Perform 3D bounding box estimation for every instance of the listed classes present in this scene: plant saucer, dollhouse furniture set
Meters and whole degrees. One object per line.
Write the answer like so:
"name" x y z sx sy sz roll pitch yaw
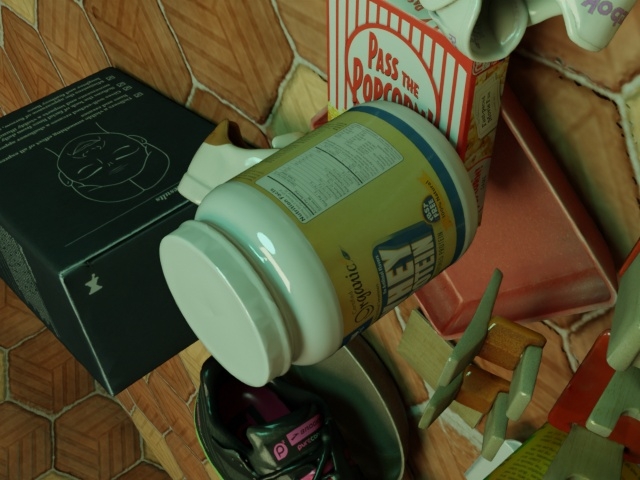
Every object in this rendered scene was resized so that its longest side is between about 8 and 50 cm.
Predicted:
"plant saucer" 0.120 -0.045 0.763 0.258 0.048 0.259 58 153 -2
"plant saucer" 0.019 0.198 1.198 0.310 0.050 0.310 41 150 30
"dollhouse furniture set" 0.232 0.090 0.612 0.262 0.135 0.259 24 145 12

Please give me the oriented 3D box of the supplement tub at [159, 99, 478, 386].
"supplement tub" 0.000 0.000 0.634 0.144 0.200 0.144 40 149 29

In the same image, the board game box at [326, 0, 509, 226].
"board game box" 0.069 -0.107 0.678 0.147 0.045 0.193 39 148 32

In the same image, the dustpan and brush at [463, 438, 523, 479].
"dustpan and brush" 0.254 0.302 0.920 0.211 0.060 0.147 54 156 22

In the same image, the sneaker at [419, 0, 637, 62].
"sneaker" 0.073 -0.200 0.545 0.305 0.114 0.152 29 106 45

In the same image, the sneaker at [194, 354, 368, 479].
"sneaker" -0.025 0.327 1.160 0.483 0.185 0.202 38 152 31

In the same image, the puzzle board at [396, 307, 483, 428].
"puzzle board" 0.140 0.143 0.975 0.128 0.011 0.096 45 150 22

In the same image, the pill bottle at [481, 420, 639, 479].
"pill bottle" 0.192 0.249 0.738 0.136 0.246 0.136 40 149 31

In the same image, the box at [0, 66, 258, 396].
"box" -0.281 -0.036 1.178 0.395 0.294 0.212 33 145 41

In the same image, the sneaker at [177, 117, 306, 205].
"sneaker" -0.012 -0.045 0.933 0.290 0.123 0.106 27 -177 14
